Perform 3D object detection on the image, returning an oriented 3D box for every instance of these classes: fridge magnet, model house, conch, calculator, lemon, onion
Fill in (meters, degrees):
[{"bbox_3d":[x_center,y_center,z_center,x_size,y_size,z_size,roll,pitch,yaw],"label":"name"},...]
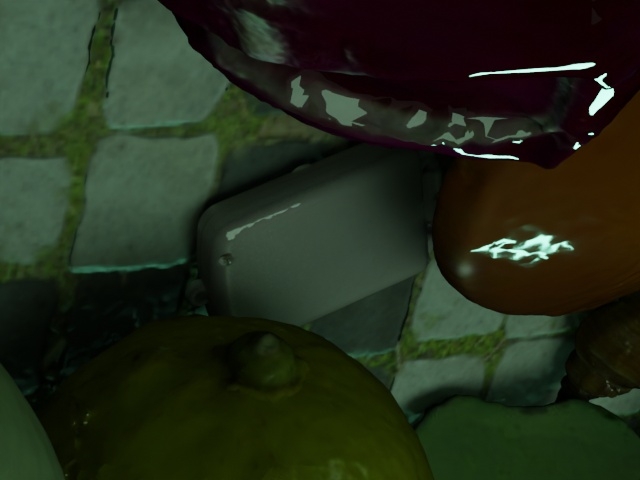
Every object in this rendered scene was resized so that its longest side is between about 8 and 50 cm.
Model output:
[{"bbox_3d":[0.207,-0.095,0.949,0.363,0.155,0.364,-29,156,-14],"label":"fridge magnet"},{"bbox_3d":[0.105,0.232,1.172,0.214,0.195,0.189,-2,147,-18],"label":"model house"},{"bbox_3d":[0.245,0.037,1.165,0.233,0.086,0.080,-48,135,5],"label":"conch"},{"bbox_3d":[0.000,0.000,1.001,0.175,0.032,0.100,-23,130,-21],"label":"calculator"},{"bbox_3d":[-0.059,0.179,0.936,0.260,0.260,0.284,3,143,-37],"label":"lemon"},{"bbox_3d":[-0.012,-0.243,0.669,0.398,0.420,0.398,13,90,-81],"label":"onion"}]

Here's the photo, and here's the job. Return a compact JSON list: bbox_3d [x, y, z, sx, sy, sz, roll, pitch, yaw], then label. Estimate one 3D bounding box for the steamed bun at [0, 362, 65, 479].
[{"bbox_3d":[-0.282,0.142,0.762,0.334,0.233,0.312,-37,137,2],"label":"steamed bun"}]
